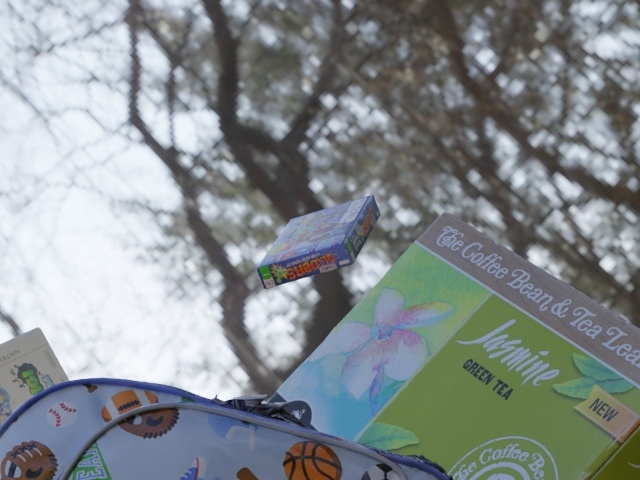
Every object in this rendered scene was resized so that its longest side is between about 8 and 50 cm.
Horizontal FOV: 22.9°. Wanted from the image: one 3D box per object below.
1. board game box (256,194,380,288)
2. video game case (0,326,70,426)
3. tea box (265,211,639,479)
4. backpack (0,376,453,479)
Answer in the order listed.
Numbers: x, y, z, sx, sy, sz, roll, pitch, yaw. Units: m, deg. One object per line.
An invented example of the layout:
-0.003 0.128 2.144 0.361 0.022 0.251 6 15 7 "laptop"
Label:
0.000 0.000 2.231 0.136 0.035 0.201 -16 16 20 "board game box"
-0.294 0.178 1.540 0.143 0.157 0.019 -26 -6 -43 "video game case"
0.125 0.202 1.196 0.323 0.329 0.220 -47 -57 -6 "tea box"
-0.076 0.200 0.838 0.213 0.263 0.277 88 -162 -61 "backpack"
